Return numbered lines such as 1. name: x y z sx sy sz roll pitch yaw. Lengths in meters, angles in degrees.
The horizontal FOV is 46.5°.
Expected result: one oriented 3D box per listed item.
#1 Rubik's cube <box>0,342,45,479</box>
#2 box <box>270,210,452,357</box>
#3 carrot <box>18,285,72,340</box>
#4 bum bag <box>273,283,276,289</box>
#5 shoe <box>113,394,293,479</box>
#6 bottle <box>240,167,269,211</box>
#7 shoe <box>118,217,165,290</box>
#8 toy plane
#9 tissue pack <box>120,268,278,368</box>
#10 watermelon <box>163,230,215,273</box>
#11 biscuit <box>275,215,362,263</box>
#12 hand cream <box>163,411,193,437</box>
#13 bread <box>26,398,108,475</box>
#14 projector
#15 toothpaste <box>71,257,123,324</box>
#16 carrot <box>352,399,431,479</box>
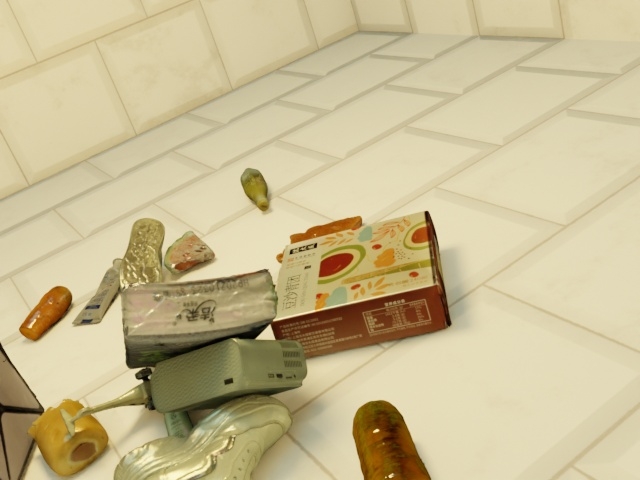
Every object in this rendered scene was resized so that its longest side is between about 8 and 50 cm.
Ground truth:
1. Rubik's cube: -0.819 0.406 1.595 0.306 0.305 0.310 -19 29 7
2. box: 0.095 0.099 1.757 0.385 0.122 0.344 -14 27 11
3. carrot: -0.800 0.209 2.189 0.087 0.087 0.193 -8 30 21
4. bum bag: -0.154 0.141 1.951 0.159 0.026 0.109 -1 33 33
5. shoe: -0.174 0.422 1.337 0.342 0.132 0.210 -22 42 -27
6. bottle: -0.214 -0.167 2.516 0.083 0.083 0.270 -22 31 -5
7. shoe: -0.522 0.092 2.184 0.124 0.159 0.316 10 50 -11
8. toy plane: -0.414 0.344 1.619 0.286 0.092 0.108 -10 -22 -47
9. tissue pack: -0.262 0.171 1.538 0.287 0.124 0.394 -8 -14 -16
10. watermelon: -0.384 0.050 2.240 0.139 0.071 0.187 7 37 18
11. biscuit: 0.000 0.000 2.101 0.280 0.043 0.183 -25 30 -22
12. hand cream: -0.284 0.399 1.528 0.078 0.050 0.205 -25 31 -10
13. bread: -0.544 0.422 1.610 0.134 0.085 0.173 -34 30 -28
14. projector: -0.181 0.265 1.481 0.250 0.108 0.198 -23 -21 33
15. toothpaste: -0.646 0.158 2.227 0.096 0.061 0.266 -8 36 19
16. carrot: 0.121 0.387 1.217 0.114 0.114 0.302 -19 23 1
